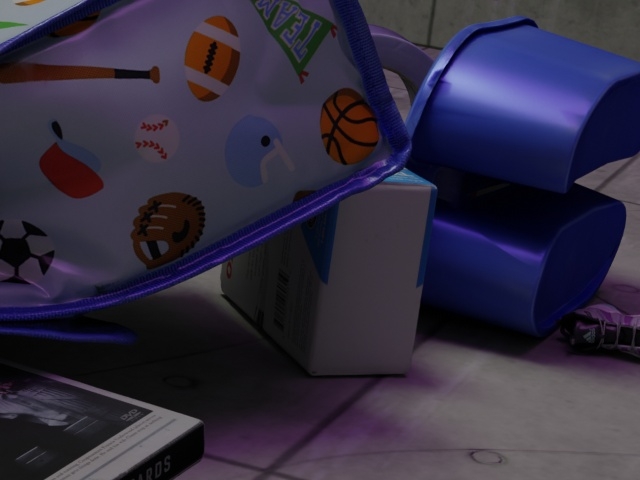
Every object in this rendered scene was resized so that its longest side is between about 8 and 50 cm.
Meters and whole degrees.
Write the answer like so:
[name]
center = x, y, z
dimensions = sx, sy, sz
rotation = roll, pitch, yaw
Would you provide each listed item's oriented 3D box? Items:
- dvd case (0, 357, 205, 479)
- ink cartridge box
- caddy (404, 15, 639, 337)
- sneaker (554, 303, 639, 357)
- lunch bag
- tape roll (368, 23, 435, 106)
[dvd case]
center = -0.211, 0.112, 0.924
dimensions = 0.238, 0.030, 0.179
rotation = 14, 24, 28
[ink cartridge box]
center = 0.000, 0.000, 1.282
dimensions = 0.086, 0.148, 0.203
rotation = 1, 16, -23
[caddy]
center = 0.153, -0.059, 1.418
dimensions = 0.179, 0.241, 0.341
rotation = 20, 17, 20
[sneaker]
center = 0.228, 0.076, 1.335
dimensions = 0.069, 0.038, 0.098
rotation = -5, 10, -36
[lunch bag]
center = -0.190, -0.061, 1.126
dimensions = 0.385, 0.239, 0.328
rotation = -28, 17, -28
[tape roll]
center = 0.039, -0.119, 1.680
dimensions = 0.189, 0.189, 0.080
rotation = 5, 15, -11
